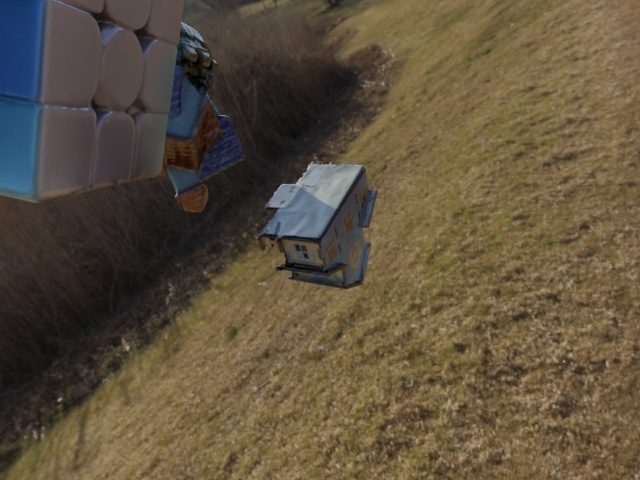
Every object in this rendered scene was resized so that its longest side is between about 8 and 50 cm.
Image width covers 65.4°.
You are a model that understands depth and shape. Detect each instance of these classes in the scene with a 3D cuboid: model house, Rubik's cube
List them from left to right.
[{"bbox_3d":[-0.365,-0.229,0.589,0.292,0.290,0.291,13,14,4],"label":"Rubik's cube"},{"bbox_3d":[-0.284,-0.241,1.070,0.252,0.329,0.295,-26,-12,-17],"label":"model house"},{"bbox_3d":[0.000,0.000,0.977,0.178,0.206,0.271,4,42,25],"label":"model house"}]
